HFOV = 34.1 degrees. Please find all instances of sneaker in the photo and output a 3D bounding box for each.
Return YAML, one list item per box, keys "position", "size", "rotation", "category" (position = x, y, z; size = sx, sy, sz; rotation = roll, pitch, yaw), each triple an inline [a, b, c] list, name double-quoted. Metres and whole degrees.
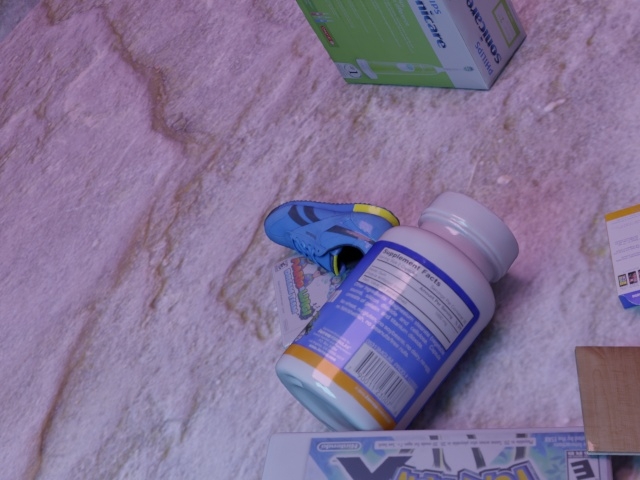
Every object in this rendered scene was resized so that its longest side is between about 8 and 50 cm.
- position: [0.000, 0.000, 1.318]
  size: [0.209, 0.069, 0.082]
  rotation: [2, 55, 39]
  category: "sneaker"

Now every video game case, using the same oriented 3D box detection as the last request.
- position: [0.091, 0.289, 0.903]
  size: [0.329, 0.036, 0.300]
  rotation: [-3, 41, 13]
  category: "video game case"
- position: [0.009, 0.056, 1.323]
  size: [0.143, 0.019, 0.157]
  rotation: [-27, 38, 12]
  category: "video game case"

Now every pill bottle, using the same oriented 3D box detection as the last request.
- position: [0.090, 0.081, 1.121]
  size: [0.152, 0.152, 0.272]
  rotation: [20, 64, 48]
  category: "pill bottle"

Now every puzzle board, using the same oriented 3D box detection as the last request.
- position: [0.292, 0.149, 0.975]
  size: [0.096, 0.011, 0.128]
  rotation: [0, 42, 7]
  category: "puzzle board"

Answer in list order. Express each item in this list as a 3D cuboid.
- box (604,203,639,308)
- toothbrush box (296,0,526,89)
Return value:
- position: [0.347, 0.016, 1.091]
  size: [0.081, 0.028, 0.136]
  rotation: [-18, 43, 23]
  category: "box"
- position: [0.119, -0.334, 1.497]
  size: [0.283, 0.206, 0.122]
  rotation: [13, 58, 46]
  category: "toothbrush box"
